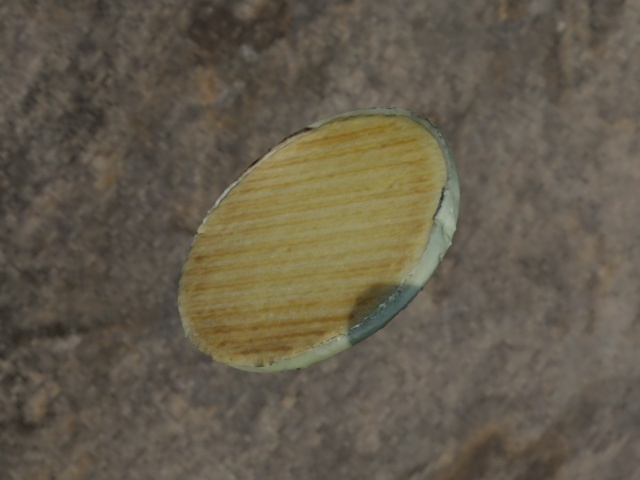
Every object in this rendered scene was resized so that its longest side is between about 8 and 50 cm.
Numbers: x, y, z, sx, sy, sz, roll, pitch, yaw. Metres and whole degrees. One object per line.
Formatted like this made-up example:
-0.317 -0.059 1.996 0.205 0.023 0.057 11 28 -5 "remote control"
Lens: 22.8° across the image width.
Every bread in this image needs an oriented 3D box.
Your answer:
0.000 0.000 1.279 0.267 0.267 0.040 -47 128 -9 "bread"
